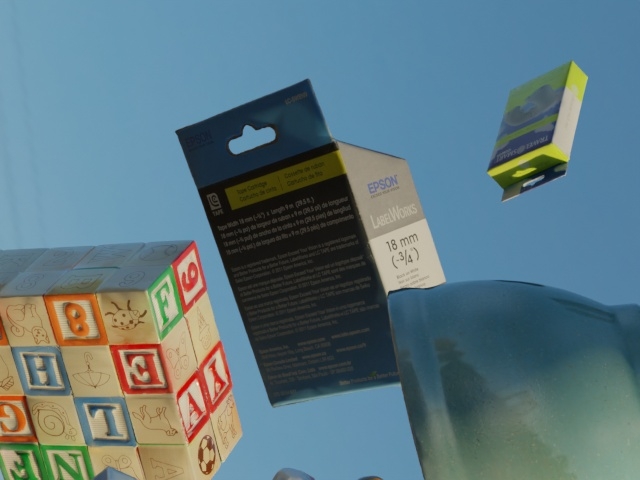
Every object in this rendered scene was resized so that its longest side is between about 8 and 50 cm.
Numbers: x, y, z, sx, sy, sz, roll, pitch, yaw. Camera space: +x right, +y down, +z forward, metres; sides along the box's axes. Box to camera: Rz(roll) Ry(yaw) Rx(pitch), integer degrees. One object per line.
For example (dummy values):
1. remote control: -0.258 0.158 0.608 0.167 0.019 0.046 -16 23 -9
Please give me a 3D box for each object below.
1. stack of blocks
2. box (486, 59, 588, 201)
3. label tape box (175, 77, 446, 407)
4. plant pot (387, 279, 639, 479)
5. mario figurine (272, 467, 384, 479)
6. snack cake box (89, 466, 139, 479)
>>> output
1. stack of blocks: -0.226 0.100 1.212 0.297 0.087 0.171 -2 -66 22
2. box: 0.275 -0.140 1.991 0.109 0.178 0.042 -25 -57 40
3. label tape box: 0.000 0.000 1.712 0.240 0.106 0.334 -15 -85 47
4. plant pot: 0.185 0.157 1.255 0.293 0.196 0.293 -15 90 -83
5. mario figurine: -0.015 0.430 2.260 0.320 0.170 0.198 -22 -111 56
6. snack cake box: -0.153 0.262 0.931 0.152 0.264 0.089 34 27 -33
